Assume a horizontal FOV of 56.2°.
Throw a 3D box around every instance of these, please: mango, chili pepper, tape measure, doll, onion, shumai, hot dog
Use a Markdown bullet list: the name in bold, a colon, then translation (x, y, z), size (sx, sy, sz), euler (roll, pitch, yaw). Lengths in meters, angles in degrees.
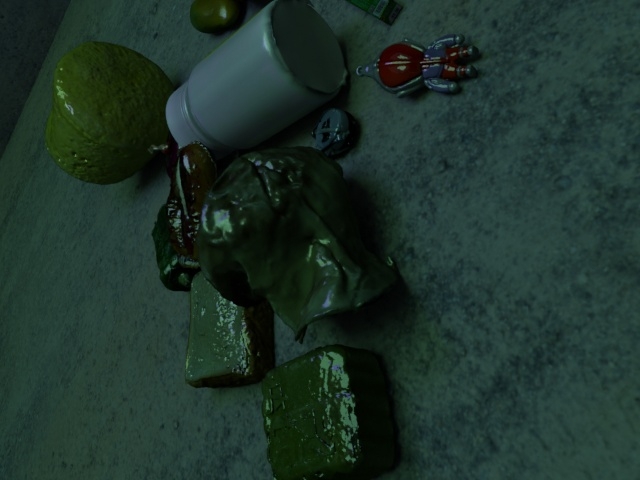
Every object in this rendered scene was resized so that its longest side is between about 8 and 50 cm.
- **mango**: translation (-0.278, -0.620, 1.614), size (0.191, 0.085, 0.122), euler (9, 69, 39)
- **chili pepper**: translation (-0.341, 0.029, 1.427), size (0.136, 0.099, 0.270), euler (-46, 43, 11)
- **tape measure**: translation (0.025, -0.204, 1.140), size (0.094, 0.054, 0.091), euler (-43, 46, 42)
- **doll**: translation (0.154, -0.294, 1.013), size (0.227, 0.075, 0.102), euler (5, 89, 39)
- **onion**: translation (-0.312, -0.214, 1.446), size (0.177, 0.153, 0.177), euler (-11, 72, 39)
- **shumai**: translation (0.000, 0.000, 0.975), size (0.288, 0.292, 0.330), euler (13, 48, 31)
- **hot dog**: translation (-0.274, -0.075, 1.270), size (0.162, 0.081, 0.271), euler (12, 103, 51)

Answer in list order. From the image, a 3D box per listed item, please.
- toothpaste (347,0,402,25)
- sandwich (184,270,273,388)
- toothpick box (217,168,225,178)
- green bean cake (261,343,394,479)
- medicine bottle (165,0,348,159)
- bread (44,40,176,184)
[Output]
- **toothpaste**: translation (0.092, -0.474, 1.179), size (0.043, 0.037, 0.178), euler (-59, 42, 19)
- **sandwich**: translation (-0.189, 0.167, 1.218), size (0.226, 0.087, 0.251), euler (-21, 61, 43)
- **toothpick box**: translation (-0.182, -0.097, 1.297), size (0.149, 0.098, 0.098), euler (20, 91, 49)
- **green bean cake**: translation (0.008, 0.281, 0.937), size (0.214, 0.113, 0.200), euler (-31, 58, 38)
- **medicine bottle**: translation (-0.144, -0.316, 1.247), size (0.378, 0.213, 0.214), euler (-22, 61, 41)
- **bread**: translation (-0.592, -0.337, 1.664), size (0.307, 0.348, 0.348), euler (-39, 50, 39)
